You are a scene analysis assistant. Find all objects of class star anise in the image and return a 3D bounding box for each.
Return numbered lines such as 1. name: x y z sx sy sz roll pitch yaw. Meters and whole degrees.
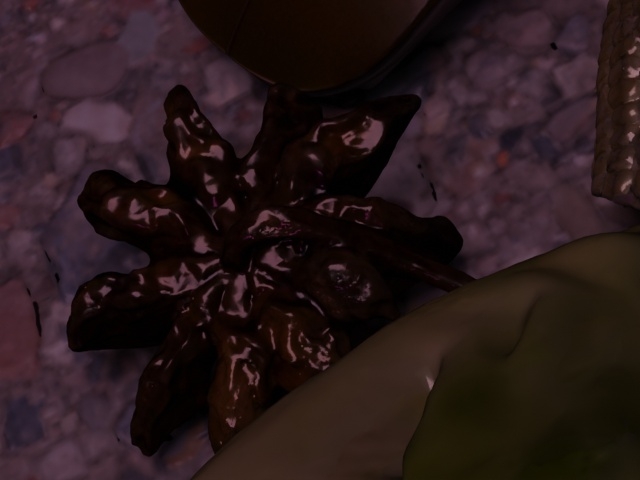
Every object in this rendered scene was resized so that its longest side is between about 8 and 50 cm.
1. star anise: 0.003 0.000 0.736 0.234 0.073 0.177 -17 69 3

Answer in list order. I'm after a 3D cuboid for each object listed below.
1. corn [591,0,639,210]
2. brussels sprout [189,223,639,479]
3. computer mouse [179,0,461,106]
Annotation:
1. corn: 0.154 -0.094 0.727 0.087 0.087 0.210 7 73 23
2. brussels sprout: 0.125 0.131 0.480 0.355 0.281 0.289 -2 52 -12
3. computer mouse: 0.063 -0.196 0.816 0.310 0.072 0.158 -45 56 -5
